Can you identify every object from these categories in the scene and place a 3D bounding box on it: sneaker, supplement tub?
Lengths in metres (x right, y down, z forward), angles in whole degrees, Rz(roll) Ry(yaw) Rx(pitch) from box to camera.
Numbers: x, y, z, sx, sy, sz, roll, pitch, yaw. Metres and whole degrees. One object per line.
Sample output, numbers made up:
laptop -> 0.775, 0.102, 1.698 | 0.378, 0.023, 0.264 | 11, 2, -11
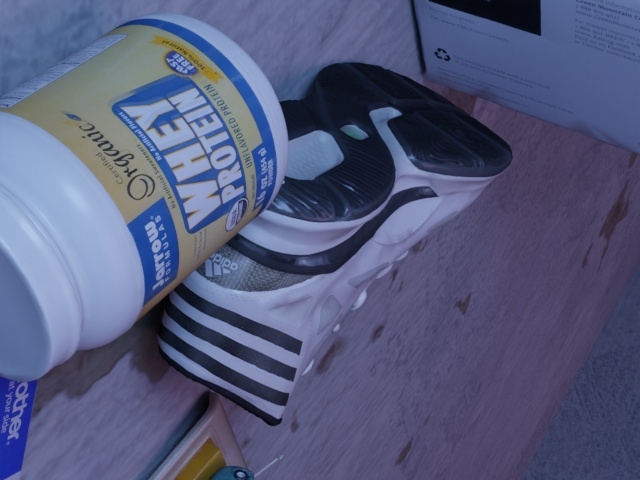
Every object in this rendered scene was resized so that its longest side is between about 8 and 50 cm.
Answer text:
sneaker -> -0.001, -0.001, 0.940 | 0.447, 0.169, 0.257 | -24, 147, -58
supplement tub -> -0.127, -0.029, 0.605 | 0.199, 0.144, 0.144 | -45, 148, -41

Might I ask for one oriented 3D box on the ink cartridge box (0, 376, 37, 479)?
ink cartridge box -> -0.238, 0.161, 0.670 | 0.097, 0.046, 0.207 | -21, 130, -60

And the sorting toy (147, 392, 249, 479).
sorting toy -> -0.131, 0.270, 1.002 | 0.208, 0.038, 0.193 | -53, 153, -27

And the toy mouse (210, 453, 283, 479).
toy mouse -> -0.088, 0.250, 0.990 | 0.143, 0.031, 0.161 | -54, 153, -15

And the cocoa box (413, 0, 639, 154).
cocoa box -> 0.290, -0.251, 1.018 | 0.228, 0.347, 0.231 | -57, 155, -21
